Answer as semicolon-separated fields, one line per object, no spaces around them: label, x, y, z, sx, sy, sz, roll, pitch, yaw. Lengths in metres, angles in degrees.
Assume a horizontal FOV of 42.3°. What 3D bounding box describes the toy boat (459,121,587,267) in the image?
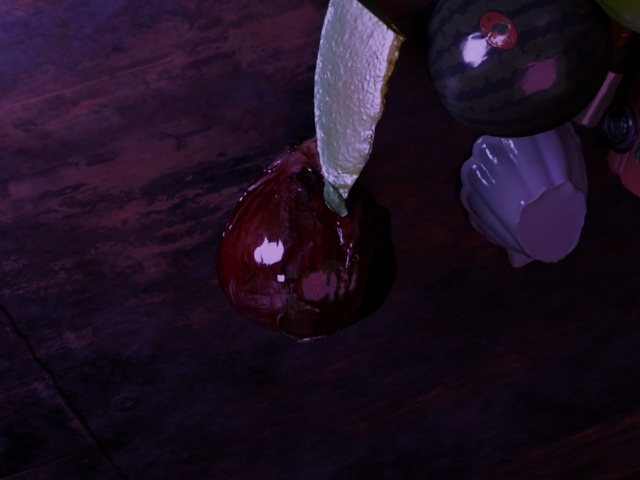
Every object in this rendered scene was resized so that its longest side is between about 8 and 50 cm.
toy boat;0.320;-0.058;1.234;0.200;0.100;0.290;-26;136;2

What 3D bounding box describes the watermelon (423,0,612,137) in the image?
watermelon;0.227;-0.219;0.951;0.212;0.212;0.212;-13;136;-13

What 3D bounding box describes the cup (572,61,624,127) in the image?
cup;0.388;-0.204;1.148;0.075;0.054;0.083;12;125;-16

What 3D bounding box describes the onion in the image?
onion;-0.002;0.021;1.084;0.221;0.280;0.281;5;152;34

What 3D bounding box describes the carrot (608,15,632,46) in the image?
carrot;0.386;-0.334;1.023;0.059;0.059;0.247;-19;140;-7

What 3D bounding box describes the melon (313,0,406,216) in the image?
melon;0.043;-0.157;0.949;0.053;0.114;0.261;-7;109;-49

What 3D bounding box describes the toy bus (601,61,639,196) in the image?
toy bus;0.553;-0.222;1.080;0.203;0.233;0.426;-10;135;-17

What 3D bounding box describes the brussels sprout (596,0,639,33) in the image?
brussels sprout;0.391;-0.336;0.786;0.355;0.289;0.281;10;169;5
